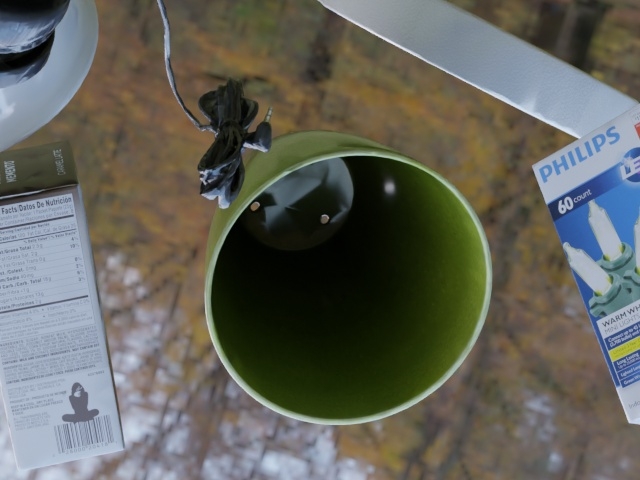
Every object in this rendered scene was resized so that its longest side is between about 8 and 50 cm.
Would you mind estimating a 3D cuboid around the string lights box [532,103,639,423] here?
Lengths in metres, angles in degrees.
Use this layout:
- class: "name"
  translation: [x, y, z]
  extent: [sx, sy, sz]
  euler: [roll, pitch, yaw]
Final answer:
- class: "string lights box"
  translation: [0.300, 0.021, 1.521]
  extent: [0.077, 0.133, 0.259]
  euler: [13, -128, -52]

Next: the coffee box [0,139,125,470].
- class: "coffee box"
  translation: [-0.240, 0.054, 1.480]
  extent: [0.098, 0.246, 0.141]
  euler: [-11, -160, -9]

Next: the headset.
- class: "headset"
  translation: [-0.196, -0.180, 1.110]
  extent: [0.394, 0.243, 0.185]
  euler: [36, -147, -25]

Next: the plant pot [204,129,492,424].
- class: "plant pot"
  translation: [0.000, 0.000, 1.720]
  extent: [0.275, 0.274, 0.293]
  euler: [14, -164, -16]

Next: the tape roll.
- class: "tape roll"
  translation: [0.185, -0.221, 1.995]
  extent: [0.392, 0.072, 0.392]
  euler: [27, -171, -4]

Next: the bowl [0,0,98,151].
- class: "bowl"
  translation: [-0.341, -0.209, 1.431]
  extent: [0.298, 0.298, 0.134]
  euler: [19, 146, 15]
